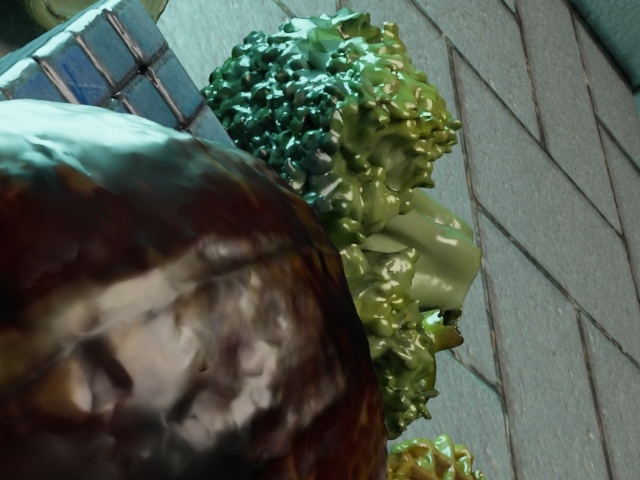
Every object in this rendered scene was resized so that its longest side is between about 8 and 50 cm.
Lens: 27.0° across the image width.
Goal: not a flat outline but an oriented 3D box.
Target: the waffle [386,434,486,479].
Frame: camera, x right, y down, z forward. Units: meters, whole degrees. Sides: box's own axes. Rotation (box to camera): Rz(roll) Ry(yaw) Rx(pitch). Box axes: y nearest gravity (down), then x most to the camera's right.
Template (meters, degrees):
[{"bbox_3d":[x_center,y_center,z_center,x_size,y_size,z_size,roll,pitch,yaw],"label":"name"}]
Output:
[{"bbox_3d":[0.140,0.325,1.367,0.249,0.056,0.253,13,58,-59],"label":"waffle"}]

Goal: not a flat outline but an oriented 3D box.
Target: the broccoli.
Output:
[{"bbox_3d":[0.000,-0.009,1.091,0.281,0.293,0.348,23,81,-30],"label":"broccoli"}]

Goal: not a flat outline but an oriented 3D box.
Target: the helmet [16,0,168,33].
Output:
[{"bbox_3d":[-0.228,-0.276,1.115,0.204,0.137,0.257,-68,159,-10],"label":"helmet"}]

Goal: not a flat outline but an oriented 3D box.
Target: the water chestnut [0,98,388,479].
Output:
[{"bbox_3d":[-0.154,0.066,0.541,0.347,0.335,0.335,52,23,14],"label":"water chestnut"}]

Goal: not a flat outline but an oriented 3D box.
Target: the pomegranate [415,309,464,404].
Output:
[{"bbox_3d":[0.046,0.111,1.291,0.169,0.122,0.143,-34,106,-29],"label":"pomegranate"}]

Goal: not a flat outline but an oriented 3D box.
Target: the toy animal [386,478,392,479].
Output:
[{"bbox_3d":[0.038,0.321,1.070,0.281,0.195,0.169,-50,153,-66],"label":"toy animal"}]

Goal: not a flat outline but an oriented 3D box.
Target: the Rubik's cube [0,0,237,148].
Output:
[{"bbox_3d":[-0.178,0.024,0.819,0.237,0.238,0.237,55,27,-18],"label":"Rubik's cube"}]
